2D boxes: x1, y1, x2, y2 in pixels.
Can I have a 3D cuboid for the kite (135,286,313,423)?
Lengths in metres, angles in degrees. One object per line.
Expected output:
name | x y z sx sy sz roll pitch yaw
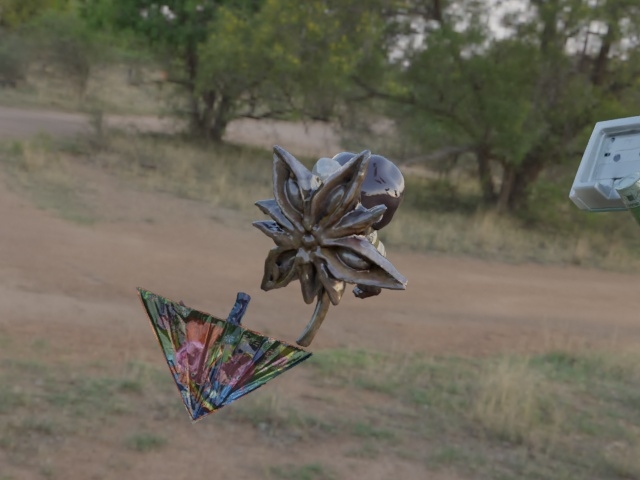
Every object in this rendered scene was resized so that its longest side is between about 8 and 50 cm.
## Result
kite | -0.178 0.193 1.673 0.321 0.234 0.016 22 -6 -10

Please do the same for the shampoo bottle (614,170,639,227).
shampoo bottle | 0.631 -0.032 1.884 0.065 0.204 0.065 -34 13 9

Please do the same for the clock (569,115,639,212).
clock | 0.705 -0.188 2.286 0.116 0.231 0.262 32 -20 -33

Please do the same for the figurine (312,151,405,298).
figurine | 0.079 -0.048 2.370 0.206 0.365 0.218 16 37 9

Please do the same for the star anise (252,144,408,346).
star anise | 0.000 0.000 1.682 0.292 0.349 0.109 -14 7 42
